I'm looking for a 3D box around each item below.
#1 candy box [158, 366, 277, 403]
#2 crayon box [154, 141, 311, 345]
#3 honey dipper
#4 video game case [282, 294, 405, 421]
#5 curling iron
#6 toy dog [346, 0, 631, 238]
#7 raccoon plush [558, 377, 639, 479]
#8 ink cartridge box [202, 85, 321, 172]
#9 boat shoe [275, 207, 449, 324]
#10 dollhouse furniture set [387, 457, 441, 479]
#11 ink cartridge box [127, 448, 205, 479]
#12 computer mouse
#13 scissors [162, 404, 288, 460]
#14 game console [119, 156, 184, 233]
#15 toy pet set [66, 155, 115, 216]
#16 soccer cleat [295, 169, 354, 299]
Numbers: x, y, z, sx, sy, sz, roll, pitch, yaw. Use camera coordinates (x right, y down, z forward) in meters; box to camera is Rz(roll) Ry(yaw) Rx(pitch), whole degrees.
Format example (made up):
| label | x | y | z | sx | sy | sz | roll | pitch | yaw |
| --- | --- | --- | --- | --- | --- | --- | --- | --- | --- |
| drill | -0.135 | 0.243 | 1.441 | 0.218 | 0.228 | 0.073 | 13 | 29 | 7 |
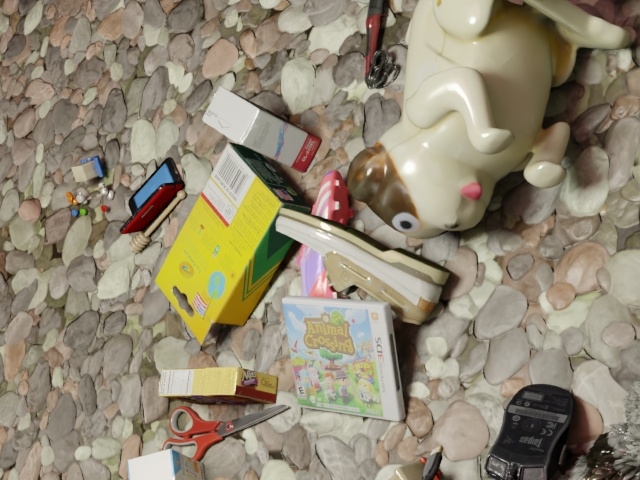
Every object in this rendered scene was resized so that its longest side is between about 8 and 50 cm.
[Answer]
| label | x | y | z | sx | sy | sz | roll | pitch | yaw |
| --- | --- | --- | --- | --- | --- | --- | --- | --- | --- |
| candy box | -0.181 | 0.257 | 1.924 | 0.186 | 0.109 | 0.053 | -6 | 71 | 39 |
| crayon box | -0.166 | 0.009 | 1.994 | 0.202 | 0.081 | 0.319 | 49 | 116 | 38 |
| honey dipper | -0.324 | -0.040 | 2.196 | 0.161 | 0.030 | 0.030 | -46 | 52 | 15 |
| video game case | 0.035 | 0.188 | 1.767 | 0.212 | 0.023 | 0.193 | 1 | 105 | 40 |
| curling iron | 0.109 | -0.396 | 1.952 | 0.068 | 0.035 | 0.274 | -8 | 71 | 33 |
| toy dog | 0.200 | -0.199 | 1.653 | 0.395 | 0.284 | 0.408 | 26 | 95 | 42 |
| raccoon plush | 0.417 | 0.225 | 1.313 | 0.446 | 0.299 | 0.216 | -52 | 51 | 14 |
| ink cartridge box | -0.105 | -0.199 | 1.968 | 0.127 | 0.175 | 0.072 | 35 | 98 | 41 |
| boat shoe | 0.051 | 0.038 | 1.758 | 0.302 | 0.113 | 0.103 | 24 | 98 | 21 |
| dollhouse furniture set | 0.184 | 0.446 | 1.573 | 0.262 | 0.135 | 0.259 | -43 | 64 | 21 |
| ink cartridge box | -0.263 | 0.433 | 1.920 | 0.089 | 0.143 | 0.092 | -18 | 63 | 15 |
| computer mouse | 0.246 | 0.299 | 1.514 | 0.184 | 0.060 | 0.262 | 3 | 37 | 24 |
| scissors | -0.172 | 0.347 | 1.950 | 0.297 | 0.021 | 0.109 | -8 | 68 | 37 |
| game console | -0.352 | -0.092 | 2.202 | 0.144 | 0.124 | 0.085 | -45 | 79 | 20 |
| toy pet set | -0.490 | -0.119 | 2.354 | 0.122 | 0.065 | 0.114 | -3 | 108 | 42 |
| soccer cleat | 0.000 | 0.000 | 1.876 | 0.095 | 0.083 | 0.248 | -4 | 77 | 24 |
